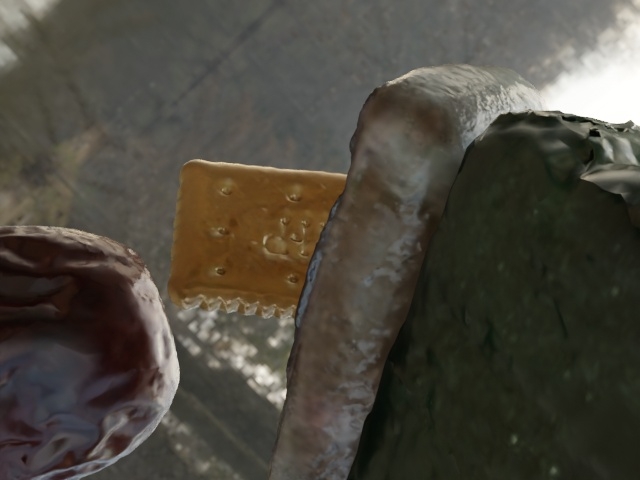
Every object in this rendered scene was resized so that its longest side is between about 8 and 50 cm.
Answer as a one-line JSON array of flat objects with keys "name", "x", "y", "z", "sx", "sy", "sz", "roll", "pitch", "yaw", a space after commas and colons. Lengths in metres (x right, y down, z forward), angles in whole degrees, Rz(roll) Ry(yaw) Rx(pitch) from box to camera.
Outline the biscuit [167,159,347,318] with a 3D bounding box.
[{"name": "biscuit", "x": 0.000, "y": -0.001, "z": 1.103, "sx": 0.030, "sy": 0.249, "sz": 0.160, "roll": 101, "pitch": -7, "yaw": -51}]

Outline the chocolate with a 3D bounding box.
[{"name": "chocolate", "x": 0.069, "y": 0.049, "z": 0.769, "sx": 0.185, "sy": 0.100, "sz": 0.303, "roll": -12, "pitch": 120, "yaw": -51}]

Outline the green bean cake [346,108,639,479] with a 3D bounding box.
[{"name": "green bean cake", "x": 0.152, "y": 0.133, "z": 0.557, "sx": 0.300, "sy": 0.169, "sz": 0.308, "roll": 48, "pitch": -54, "yaw": 49}]

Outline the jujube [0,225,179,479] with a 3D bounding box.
[{"name": "jujube", "x": -0.221, "y": 0.080, "z": 0.836, "sx": 0.243, "sy": 0.183, "sz": 0.183, "roll": -18, "pitch": -179, "yaw": -18}]
